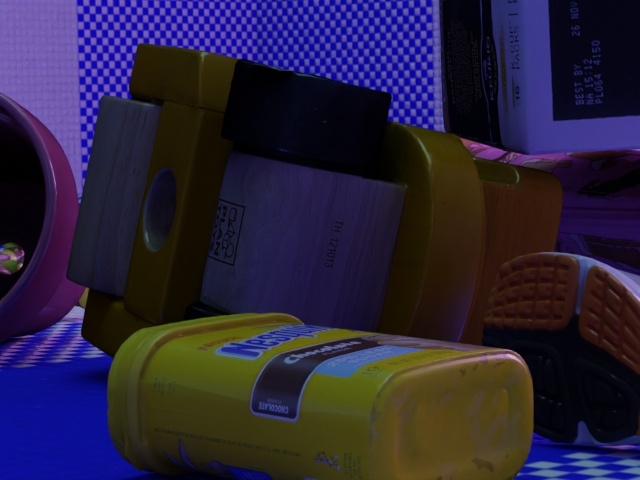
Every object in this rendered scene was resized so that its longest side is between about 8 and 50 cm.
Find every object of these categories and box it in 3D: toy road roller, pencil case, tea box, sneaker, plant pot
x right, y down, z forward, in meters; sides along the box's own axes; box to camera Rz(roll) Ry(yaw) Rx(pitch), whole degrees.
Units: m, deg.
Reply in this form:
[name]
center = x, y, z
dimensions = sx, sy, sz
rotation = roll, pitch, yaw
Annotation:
[toy road roller]
center = 0.000, 0.000, 1.268
dimensions = 0.240, 0.202, 0.329
rotation = 10, 3, -28
[pencil case]
center = 0.213, -0.006, 1.515
dimensions = 0.160, 0.167, 0.386
rotation = -40, 24, -27
[tea box]
center = 0.203, -0.230, 1.337
dimensions = 0.220, 0.329, 0.323
rotation = -3, 7, -6
[sneaker]
center = 0.201, 0.067, 1.032
dimensions = 0.121, 0.099, 0.262
rotation = 5, 6, -44
[plant pot]
center = -0.260, -0.005, 1.493
dimensions = 0.201, 0.201, 0.180
rotation = 0, -11, 14

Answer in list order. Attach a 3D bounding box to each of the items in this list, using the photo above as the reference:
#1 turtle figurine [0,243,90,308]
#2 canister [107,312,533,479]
[turtle figurine]
center = -0.310, 0.025, 1.693
dimensions = 0.217, 0.087, 0.269
rotation = 11, 2, 35
[canister]
center = 0.001, 0.079, 0.949
dimensions = 0.170, 0.073, 0.126
rotation = 5, 7, 43
